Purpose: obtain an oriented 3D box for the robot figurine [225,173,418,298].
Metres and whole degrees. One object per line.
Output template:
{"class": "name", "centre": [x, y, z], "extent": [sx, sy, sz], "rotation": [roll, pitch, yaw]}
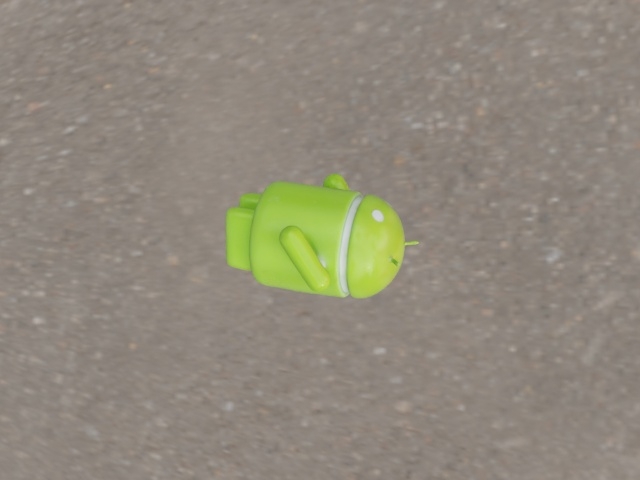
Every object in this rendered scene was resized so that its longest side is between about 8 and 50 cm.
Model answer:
{"class": "robot figurine", "centre": [0.000, 0.000, 1.035], "extent": [0.115, 0.101, 0.067], "rotation": [9, 113, 15]}
